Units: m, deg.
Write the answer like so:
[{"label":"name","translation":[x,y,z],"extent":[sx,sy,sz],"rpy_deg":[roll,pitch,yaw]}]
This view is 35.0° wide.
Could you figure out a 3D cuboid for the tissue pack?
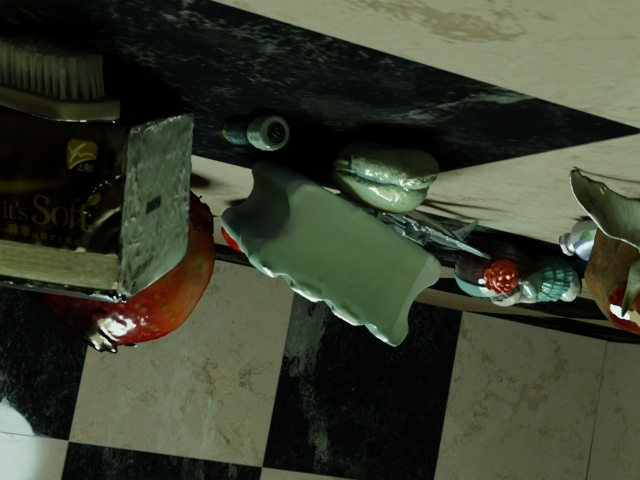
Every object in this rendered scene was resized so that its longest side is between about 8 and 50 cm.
[{"label":"tissue pack","translation":[-0.325,-0.061,1.043],"extent":[0.369,0.198,0.210],"rpy_deg":[9,-169,10]}]

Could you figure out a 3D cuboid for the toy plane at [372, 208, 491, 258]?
[{"label":"toy plane","translation":[0.140,-0.024,1.437],"extent":[0.226,0.058,0.226],"rpy_deg":[15,-171,-39]}]

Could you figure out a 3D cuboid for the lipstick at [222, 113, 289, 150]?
[{"label":"lipstick","translation":[-0.076,-0.114,1.076],"extent":[0.037,0.037,0.116],"rpy_deg":[14,177,-32]}]

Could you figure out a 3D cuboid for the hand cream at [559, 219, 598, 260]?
[{"label":"hand cream","translation":[0.370,-0.006,1.291],"extent":[0.084,0.053,0.142],"rpy_deg":[16,162,-38]}]

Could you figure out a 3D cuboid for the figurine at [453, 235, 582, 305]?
[{"label":"figurine","translation":[0.332,0.056,1.666],"extent":[0.245,0.110,0.138],"rpy_deg":[9,174,-37]}]

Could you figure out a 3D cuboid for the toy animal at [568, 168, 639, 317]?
[{"label":"toy animal","translation":[0.343,0.009,1.030],"extent":[0.219,0.155,0.095],"rpy_deg":[19,-178,-9]}]

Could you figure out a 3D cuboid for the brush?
[{"label":"brush","translation":[-0.300,-0.162,0.930],"extent":[0.327,0.065,0.070],"rpy_deg":[17,-161,39]}]

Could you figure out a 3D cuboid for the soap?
[{"label":"soap","translation":[0.000,0.000,1.239],"extent":[0.208,0.115,0.347],"rpy_deg":[32,-179,-15]}]

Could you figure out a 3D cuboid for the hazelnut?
[{"label":"hazelnut","translation":[0.376,0.037,1.151],"extent":[0.143,0.154,0.143],"rpy_deg":[0,136,0]}]

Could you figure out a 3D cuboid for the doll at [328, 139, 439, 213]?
[{"label":"doll","translation":[0.064,-0.067,1.080],"extent":[0.103,0.072,0.214],"rpy_deg":[10,179,-10]}]

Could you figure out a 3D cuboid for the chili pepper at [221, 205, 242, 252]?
[{"label":"chili pepper","translation":[-0.108,-0.027,1.812],"extent":[0.137,0.092,0.368],"rpy_deg":[-8,-175,-13]}]

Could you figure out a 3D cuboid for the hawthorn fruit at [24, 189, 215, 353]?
[{"label":"hawthorn fruit","translation":[-0.312,0.034,1.590],"extent":[0.315,0.316,0.316],"rpy_deg":[10,174,1]}]
